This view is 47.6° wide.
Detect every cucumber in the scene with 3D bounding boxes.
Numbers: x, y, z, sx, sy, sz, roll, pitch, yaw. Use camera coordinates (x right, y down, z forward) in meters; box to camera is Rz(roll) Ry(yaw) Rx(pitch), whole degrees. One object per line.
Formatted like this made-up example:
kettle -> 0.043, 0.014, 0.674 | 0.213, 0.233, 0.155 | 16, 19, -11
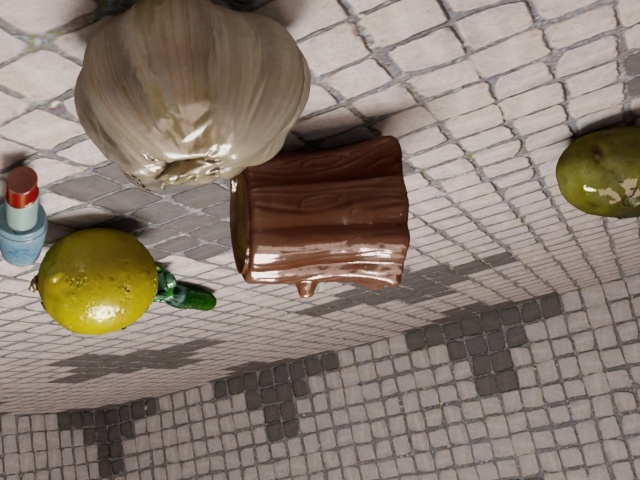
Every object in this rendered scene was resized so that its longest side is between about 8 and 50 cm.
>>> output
cucumber -> -0.295, 0.129, 1.636 | 0.056, 0.056, 0.250 | -17, 166, 17

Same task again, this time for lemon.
lemon -> -0.350, 0.064, 1.159 | 0.206, 0.173, 0.173 | -8, 166, -44

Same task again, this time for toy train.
toy train -> -0.409, 0.105, 1.434 | 0.251, 0.085, 0.119 | -7, 169, -8

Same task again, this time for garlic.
garlic -> -0.119, -0.129, 0.688 | 0.228, 0.152, 0.228 | -14, 160, -5

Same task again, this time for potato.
potato -> 0.501, -0.110, 1.207 | 0.197, 0.148, 0.228 | -3, 172, 26

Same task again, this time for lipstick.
lipstick -> -0.405, -0.031, 0.983 | 0.068, 0.061, 0.274 | -2, 162, -23

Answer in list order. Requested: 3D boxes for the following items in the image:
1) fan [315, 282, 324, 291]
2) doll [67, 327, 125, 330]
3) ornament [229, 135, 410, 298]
fan -> 0.000, -0.001, 1.325 | 0.233, 0.012, 0.414 | -5, 150, -10
doll -> -0.502, 0.172, 1.624 | 0.096, 0.070, 0.195 | -49, 154, 15
ornament -> -0.010, -0.042, 1.018 | 0.218, 0.221, 0.235 | -3, 122, -14
